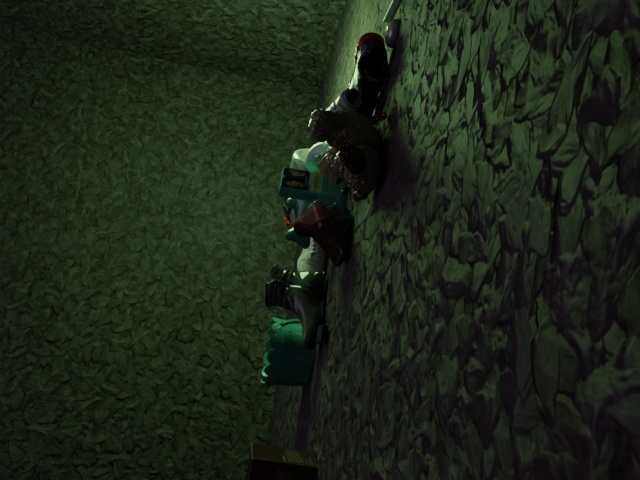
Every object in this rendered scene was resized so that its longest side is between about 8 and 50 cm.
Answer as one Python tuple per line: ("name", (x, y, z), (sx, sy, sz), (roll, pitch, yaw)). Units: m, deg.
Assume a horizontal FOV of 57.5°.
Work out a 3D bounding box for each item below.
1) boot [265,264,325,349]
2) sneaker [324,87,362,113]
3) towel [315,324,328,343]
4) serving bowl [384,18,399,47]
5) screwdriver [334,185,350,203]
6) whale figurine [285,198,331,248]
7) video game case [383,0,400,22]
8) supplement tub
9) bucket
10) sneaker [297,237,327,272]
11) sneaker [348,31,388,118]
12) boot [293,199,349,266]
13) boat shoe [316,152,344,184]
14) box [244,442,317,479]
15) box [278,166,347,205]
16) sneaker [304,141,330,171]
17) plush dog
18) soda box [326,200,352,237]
("boot", (-0.105, 0.251, 2.190), (0.118, 0.222, 0.338), (90, -175, -50))
("sneaker", (0.067, -0.393, 1.796), (0.161, 0.102, 0.282), (-48, 11, 13))
("towel", (0.007, 0.326, 2.026), (0.119, 0.029, 0.067), (126, 153, -77))
("serving bowl", (0.208, -0.614, 1.726), (0.083, 0.027, 0.083), (-170, 90, -84))
("screwdriver", (0.070, -0.151, 2.010), (0.025, 0.024, 0.170), (-55, -1, 34))
("whale figurine", (-0.033, -0.107, 2.248), (0.272, 0.216, 0.141), (-62, 8, -20))
("video game case", (0.243, -0.843, 1.777), (0.204, 0.025, 0.285), (135, 144, -79))
("supplement tub", (-0.051, -0.215, 2.559), (0.207, 0.207, 0.338), (-92, 14, -62))
("bucket", (-0.127, 0.447, 2.322), (0.281, 0.183, 0.281), (-169, 90, -83))
("sneaker", (-0.025, 0.029, 2.364), (0.152, 0.114, 0.305), (109, 169, -59))
("sneaker", (0.143, -0.477, 1.766), (0.135, 0.097, 0.276), (-102, 18, -57))
("boot", (0.000, 0.000, 1.935), (0.207, 0.090, 0.248), (62, 157, 11))
("boat shoe", (0.094, -0.273, 1.881), (0.121, 0.110, 0.341), (-36, 0, -19))
("box", (-0.128, 0.741, 1.799), (0.167, 0.203, 0.169), (155, 125, -83))
("box", (-0.028, -0.199, 2.166), (0.060, 0.244, 0.101), (108, 169, -53))
("sneaker", (0.027, -0.287, 2.131), (0.256, 0.094, 0.151), (-29, 44, 41))
("plush dog", (0.102, -0.232, 1.593), (0.262, 0.210, 0.226), (55, -159, -58))
("soda box", (0.042, -0.053, 2.009), (0.067, 0.071, 0.210), (60, 160, 15))
